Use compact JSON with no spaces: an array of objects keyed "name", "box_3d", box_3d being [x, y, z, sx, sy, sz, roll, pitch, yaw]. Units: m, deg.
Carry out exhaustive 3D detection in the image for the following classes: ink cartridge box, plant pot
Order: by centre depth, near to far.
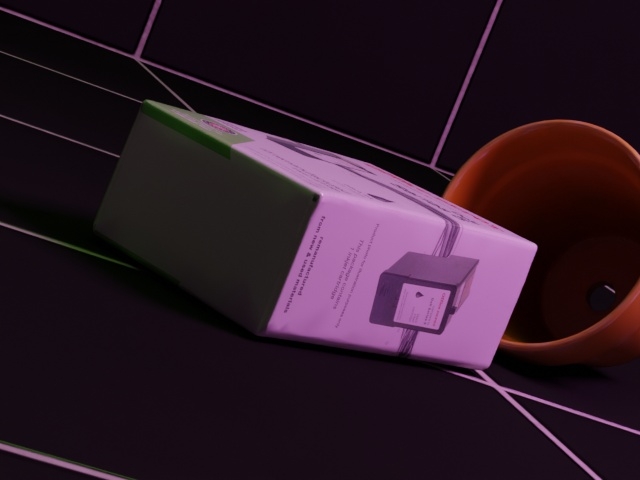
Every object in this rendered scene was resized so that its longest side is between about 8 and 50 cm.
[{"name":"ink cartridge box","box_3d":[0.000,0.000,1.510,0.198,0.115,0.273,29,10,39]},{"name":"plant pot","box_3d":[0.223,0.024,1.739,0.205,0.205,0.188,27,-6,32]}]
